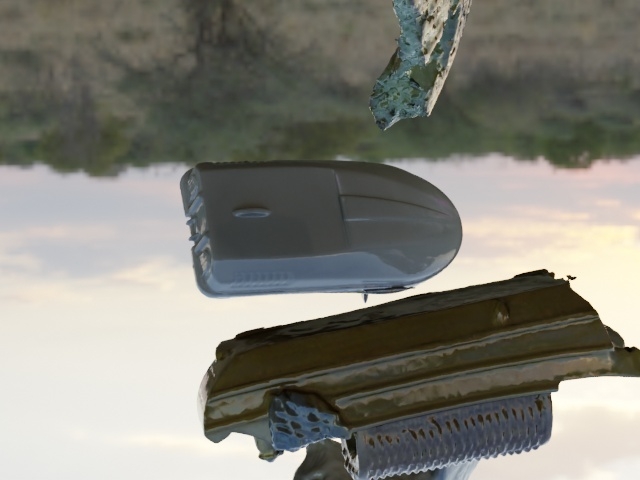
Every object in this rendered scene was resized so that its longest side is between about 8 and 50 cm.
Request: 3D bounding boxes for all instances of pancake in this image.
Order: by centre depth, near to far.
[{"bbox_3d":[0.084,-0.241,1.027,0.054,0.376,0.197,18,-150,16],"label":"pancake"}]

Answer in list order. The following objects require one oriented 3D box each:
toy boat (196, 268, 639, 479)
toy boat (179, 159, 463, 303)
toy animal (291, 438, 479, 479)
[{"bbox_3d":[0.071,0.098,0.952,0.310,0.115,0.089,-12,-170,-12],"label":"toy boat"},{"bbox_3d":[-0.002,-0.003,1.333,0.269,0.141,0.141,5,-179,-33],"label":"toy boat"},{"bbox_3d":[0.095,0.269,1.822,0.266,0.308,0.188,-15,-141,-42],"label":"toy animal"}]
